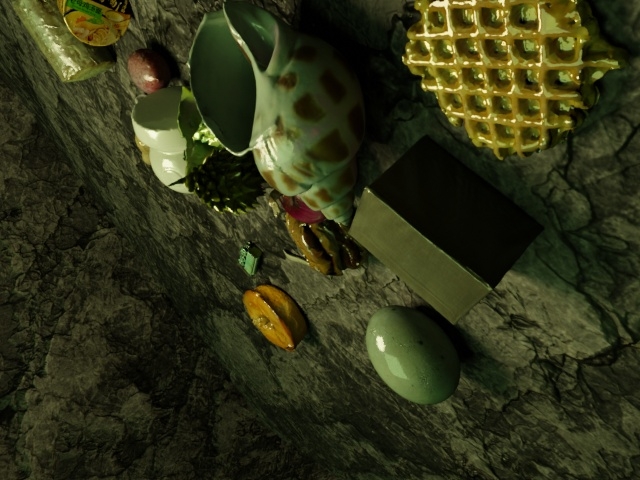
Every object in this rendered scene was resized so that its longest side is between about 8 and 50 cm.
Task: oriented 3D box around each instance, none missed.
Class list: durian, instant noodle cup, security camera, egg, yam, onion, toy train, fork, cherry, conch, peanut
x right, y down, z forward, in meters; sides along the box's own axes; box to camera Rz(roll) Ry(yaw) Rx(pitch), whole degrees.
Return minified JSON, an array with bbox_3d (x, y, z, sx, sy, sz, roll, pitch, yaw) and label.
[{"bbox_3d":[-0.183,-0.170,1.036,0.355,0.169,0.157,-102,6,-49],"label":"durian"},{"bbox_3d":[-0.530,-0.539,1.277,0.122,0.151,0.151,41,156,43],"label":"instant noodle cup"},{"bbox_3d":[-0.327,-0.224,1.325,0.194,0.194,0.236,31,146,31],"label":"security camera"},{"bbox_3d":[0.197,0.244,1.191,0.236,0.169,0.169,51,155,7],"label":"egg"},{"bbox_3d":[-0.681,-0.553,1.469,0.161,0.161,0.268,13,136,51],"label":"yam"},{"bbox_3d":[-0.025,-0.118,1.058,0.177,0.153,0.177,179,90,-83],"label":"onion"},{"bbox_3d":[-0.220,0.054,1.734,0.071,0.038,0.148,41,153,9],"label":"toy train"},{"bbox_3d":[-0.034,0.059,1.472,0.219,0.028,0.034,23,153,49],"label":"fork"},{"bbox_3d":[-0.433,-0.422,1.348,0.225,0.090,0.107,36,165,43],"label":"cherry"},{"bbox_3d":[-0.050,-0.193,0.883,0.197,0.249,0.368,-7,-99,-72],"label":"conch"},{"bbox_3d":[-0.518,-0.287,1.678,0.080,0.080,0.174,42,156,12],"label":"peanut"}]

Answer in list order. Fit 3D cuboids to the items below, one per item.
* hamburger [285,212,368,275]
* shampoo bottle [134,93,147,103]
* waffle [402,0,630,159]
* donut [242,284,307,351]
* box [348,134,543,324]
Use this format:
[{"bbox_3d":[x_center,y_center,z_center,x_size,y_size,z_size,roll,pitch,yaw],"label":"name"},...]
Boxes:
[{"bbox_3d":[0.000,0.000,1.211,0.183,0.130,0.206,58,155,-14],"label":"hamburger"},{"bbox_3d":[-0.477,-0.354,1.554,0.072,0.043,0.099,35,153,26],"label":"shampoo bottle"},{"bbox_3d":[0.213,-0.215,0.661,0.254,0.052,0.245,47,154,3],"label":"waffle"},{"bbox_3d":[-0.150,0.253,1.814,0.253,0.118,0.253,37,155,20],"label":"donut"},{"bbox_3d":[0.187,-0.013,0.868,0.231,0.149,0.155,41,154,14],"label":"box"}]
